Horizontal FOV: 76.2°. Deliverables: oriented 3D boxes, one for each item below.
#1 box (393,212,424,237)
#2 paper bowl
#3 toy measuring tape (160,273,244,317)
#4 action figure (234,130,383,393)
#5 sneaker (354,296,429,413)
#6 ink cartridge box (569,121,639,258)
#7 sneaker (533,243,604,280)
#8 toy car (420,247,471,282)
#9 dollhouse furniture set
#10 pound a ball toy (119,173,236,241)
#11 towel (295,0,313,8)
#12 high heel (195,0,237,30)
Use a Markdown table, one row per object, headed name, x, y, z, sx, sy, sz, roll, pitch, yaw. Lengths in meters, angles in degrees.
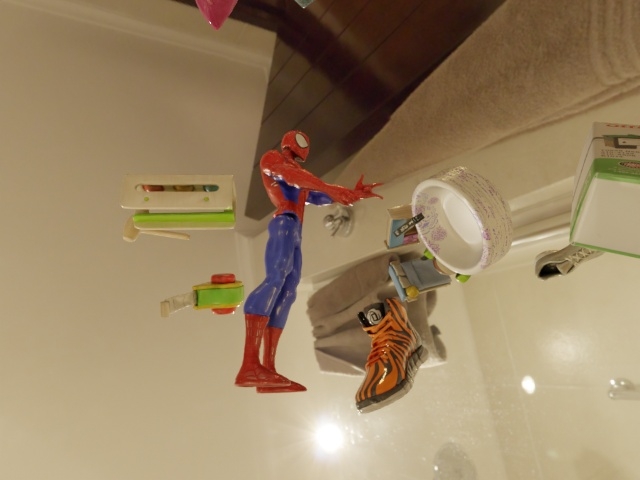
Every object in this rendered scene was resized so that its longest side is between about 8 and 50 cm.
| name | x | y | z | sx | sy | sz | roll | pitch | yaw |
| --- | --- | --- | --- | --- | --- | --- | --- | --- | --- |
| box | 0.239 | -0.042 | 1.100 | 0.018 | 0.067 | 0.083 | 54 | -145 | 8 |
| paper bowl | 0.392 | -0.062 | 1.103 | 0.147 | 0.284 | 0.285 | -27 | -90 | -17 |
| toy measuring tape | -0.284 | 0.151 | 1.083 | 0.330 | 0.121 | 0.122 | -8 | -104 | -77 |
| action figure | 0.000 | 0.000 | 0.410 | 0.138 | 0.091 | 0.281 | -5 | -116 | 8 |
| sneaker | 0.128 | 0.238 | 0.907 | 0.180 | 0.124 | 0.321 | 62 | -154 | 5 |
| ink cartridge box | 0.394 | -0.063 | 0.477 | 0.219 | 0.160 | 0.093 | -45 | -39 | -48 |
| sneaker | 0.788 | 0.054 | 1.268 | 0.099 | 0.262 | 0.121 | 48 | -139 | 3 |
| toy car | 0.406 | 0.063 | 1.360 | 0.155 | 0.188 | 0.149 | 37 | -112 | 1 |
| dollhouse furniture set | 0.392 | 0.036 | 1.474 | 0.285 | 0.198 | 0.304 | -13 | -127 | -6 |
| pound a ball toy | -0.393 | -0.097 | 1.117 | 0.318 | 0.208 | 0.136 | -1 | -115 | -7 |
| towel | -0.049 | -0.734 | 0.940 | 0.370 | 0.271 | 0.040 | 15 | -121 | -55 |
| high heel | -0.124 | -0.498 | 0.765 | 0.244 | 0.082 | 0.117 | -33 | -61 | -15 |
